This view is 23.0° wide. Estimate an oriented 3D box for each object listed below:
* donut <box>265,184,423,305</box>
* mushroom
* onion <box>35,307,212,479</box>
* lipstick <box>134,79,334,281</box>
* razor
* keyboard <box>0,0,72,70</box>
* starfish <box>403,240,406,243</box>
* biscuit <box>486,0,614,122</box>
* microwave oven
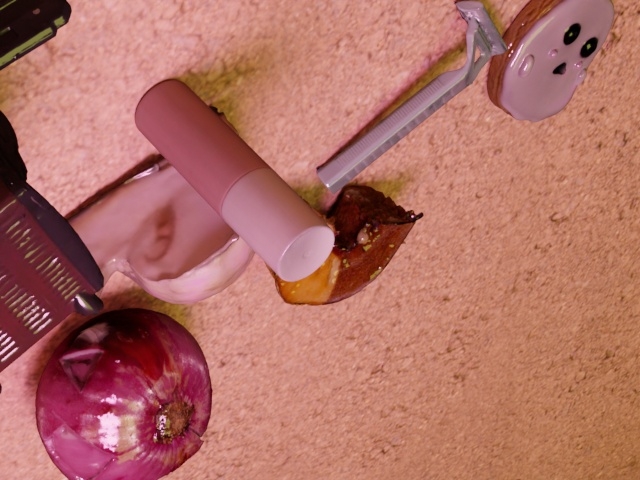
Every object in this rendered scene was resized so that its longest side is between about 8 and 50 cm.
[{"bbox_3d":[-0.001,0.001,1.888,0.217,0.085,0.141,-1,128,-46],"label":"donut"},{"bbox_3d":[-0.141,0.017,1.679,0.236,0.162,0.173,-37,145,-9],"label":"mushroom"},{"bbox_3d":[-0.220,0.167,1.756,0.207,0.200,0.200,-17,140,-17],"label":"onion"},{"bbox_3d":[-0.088,-0.063,1.560,0.070,0.254,0.070,-29,144,-23],"label":"lipstick"},{"bbox_3d":[0.109,-0.157,1.861,0.278,0.056,0.111,-45,149,0],"label":"razor"},{"bbox_3d":[-0.338,-0.151,1.323,0.262,0.106,0.016,-35,153,-15],"label":"keyboard"},{"bbox_3d":[0.081,0.001,2.046,0.086,0.016,0.092,-22,139,-35],"label":"starfish"},{"bbox_3d":[0.297,-0.238,1.988,0.181,0.049,0.208,1,128,-50],"label":"biscuit"},{"bbox_3d":[-0.327,-0.019,1.360,0.188,0.247,0.178,-40,145,-10],"label":"microwave oven"}]
